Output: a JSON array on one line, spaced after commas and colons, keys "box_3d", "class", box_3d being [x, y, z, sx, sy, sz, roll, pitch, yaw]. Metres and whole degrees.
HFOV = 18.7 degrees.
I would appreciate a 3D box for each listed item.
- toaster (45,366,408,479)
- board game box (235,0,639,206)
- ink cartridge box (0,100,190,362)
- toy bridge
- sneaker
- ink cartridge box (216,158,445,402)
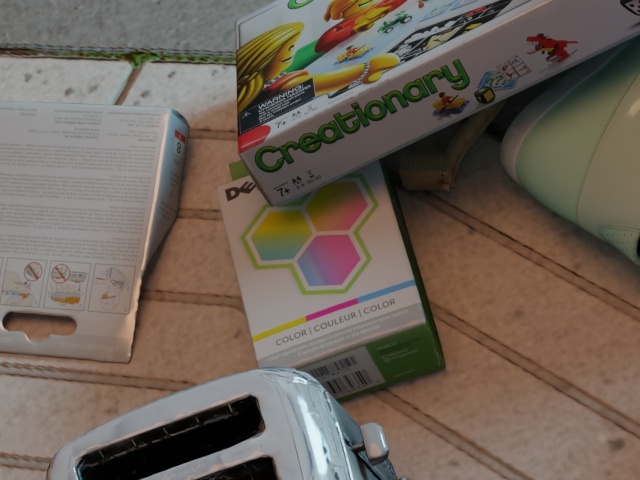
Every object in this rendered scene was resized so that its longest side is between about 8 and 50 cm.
[{"box_3d": [-0.061, 0.165, 1.117, 0.227, 0.146, 0.129, -19, 55, 5], "class": "toaster"}, {"box_3d": [0.089, -0.148, 1.242, 0.305, 0.053, 0.193, -25, 29, 11], "class": "board game box"}, {"box_3d": [-0.173, -0.006, 1.335, 0.145, 0.045, 0.179, 4, 79, 19], "class": "ink cartridge box"}, {"box_3d": [0.097, -0.112, 1.312, 0.063, 0.026, 0.188, 0, 58, 17], "class": "toy bridge"}, {"box_3d": [0.252, -0.090, 1.208, 0.256, 0.094, 0.151, -44, 52, -1], "class": "sneaker"}, {"box_3d": [0.000, 0.000, 1.251, 0.109, 0.062, 0.209, -19, 55, 7], "class": "ink cartridge box"}]
